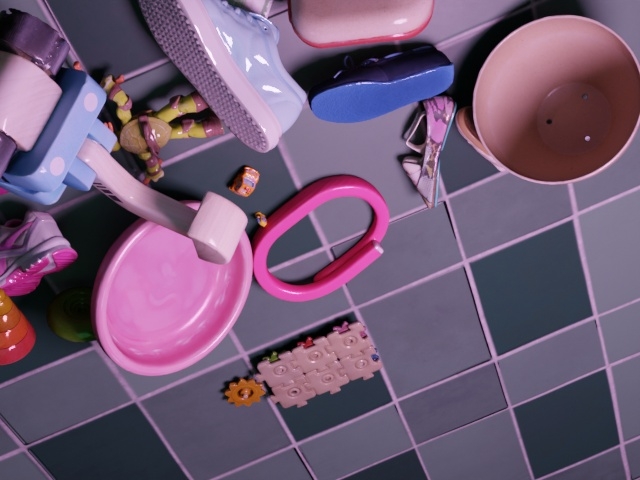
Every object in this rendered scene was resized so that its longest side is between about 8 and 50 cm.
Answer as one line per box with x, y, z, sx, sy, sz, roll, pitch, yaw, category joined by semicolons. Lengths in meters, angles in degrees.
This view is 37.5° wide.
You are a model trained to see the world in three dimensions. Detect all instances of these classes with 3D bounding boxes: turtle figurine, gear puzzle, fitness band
-0.280;-0.197;1.556;0.217;0.087;0.270;-19;128;-2;turtle figurine
-0.044;0.277;2.012;0.338;0.044;0.175;-23;130;5;gear puzzle
0.000;0.000;1.808;0.290;0.054;0.209;-38;126;12;fitness band

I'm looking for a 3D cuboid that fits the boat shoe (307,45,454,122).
0.098;-0.268;1.620;0.258;0.089;0.109;-12;141;-14;boat shoe

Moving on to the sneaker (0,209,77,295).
-0.532;0.026;1.649;0.252;0.111;0.103;-27;165;26;sneaker

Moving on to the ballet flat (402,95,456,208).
0.194;-0.165;1.738;0.079;0.077;0.222;7;120;1;ballet flat

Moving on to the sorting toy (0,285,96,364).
-0.447;0.102;1.675;0.365;0.127;0.126;-14;139;-27;sorting toy

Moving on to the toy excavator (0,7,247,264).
-0.371;-0.130;1.437;0.445;0.432;0.222;46;62;-56;toy excavator

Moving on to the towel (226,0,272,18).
-0.146;-0.402;1.490;0.152;0.023;0.113;12;119;-21;towel

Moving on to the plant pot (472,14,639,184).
0.429;-0.230;1.657;0.284;0.284;0.191;-43;162;16;plant pot

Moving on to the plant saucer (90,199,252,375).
-0.274;0.078;1.698;0.332;0.084;0.332;-24;127;-36;plant saucer

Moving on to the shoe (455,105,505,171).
0.308;-0.180;1.745;0.058;0.077;0.219;-13;151;41;shoe

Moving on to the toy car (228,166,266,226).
-0.116;-0.077;1.724;0.060;0.041;0.122;-34;127;10;toy car

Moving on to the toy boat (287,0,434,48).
0.066;-0.373;1.509;0.231;0.151;0.151;-5;168;5;toy boat

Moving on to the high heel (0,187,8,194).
-0.656;-0.113;1.448;0.377;0.181;0.127;16;120;-26;high heel

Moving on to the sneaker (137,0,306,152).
-0.151;-0.321;1.478;0.150;0.135;0.366;-49;121;-27;sneaker
